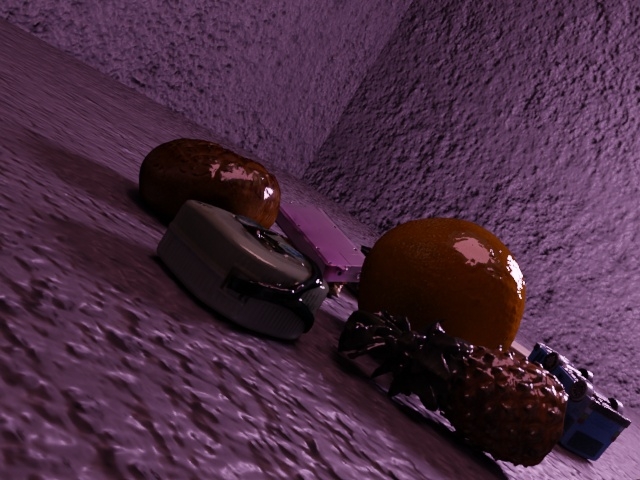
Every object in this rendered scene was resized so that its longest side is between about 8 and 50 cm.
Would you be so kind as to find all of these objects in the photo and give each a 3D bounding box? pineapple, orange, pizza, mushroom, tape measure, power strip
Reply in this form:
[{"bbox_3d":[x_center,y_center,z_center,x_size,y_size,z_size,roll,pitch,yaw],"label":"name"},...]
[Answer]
[{"bbox_3d":[0.173,0.180,1.015,0.310,0.141,0.170,26,34,5],"label":"pineapple"},{"bbox_3d":[0.195,0.090,1.221,0.274,0.274,0.274,32,6,-4],"label":"orange"},{"bbox_3d":[0.005,0.054,1.479,0.188,0.062,0.199,26,10,-31],"label":"pizza"},{"bbox_3d":[-0.183,-0.084,1.254,0.253,0.153,0.253,23,3,-1],"label":"mushroom"},{"bbox_3d":[-0.071,0.041,0.971,0.207,0.115,0.235,35,6,41],"label":"tape measure"},{"bbox_3d":[0.000,0.000,1.473,0.109,0.037,0.279,2,28,-30],"label":"power strip"}]

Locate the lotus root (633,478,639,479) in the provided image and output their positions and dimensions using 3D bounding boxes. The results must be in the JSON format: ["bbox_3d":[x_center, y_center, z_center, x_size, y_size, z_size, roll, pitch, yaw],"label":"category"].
[{"bbox_3d":[0.593,0.452,1.245,0.183,0.078,0.203,39,7,39],"label":"lotus root"}]

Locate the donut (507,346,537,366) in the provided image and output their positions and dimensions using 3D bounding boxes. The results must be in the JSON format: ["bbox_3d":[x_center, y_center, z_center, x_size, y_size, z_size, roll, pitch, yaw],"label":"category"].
[{"bbox_3d":[0.323,0.237,1.454,0.270,0.103,0.269,35,6,-4],"label":"donut"}]

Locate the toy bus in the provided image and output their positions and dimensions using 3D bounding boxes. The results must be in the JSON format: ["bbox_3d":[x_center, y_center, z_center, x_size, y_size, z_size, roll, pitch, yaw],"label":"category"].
[{"bbox_3d":[0.491,0.318,1.500,0.116,0.133,0.234,29,12,-21],"label":"toy bus"}]

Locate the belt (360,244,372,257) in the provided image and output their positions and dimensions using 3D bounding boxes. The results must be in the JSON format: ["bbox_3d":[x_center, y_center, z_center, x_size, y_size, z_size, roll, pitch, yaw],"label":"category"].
[{"bbox_3d":[0.170,0.076,1.966,0.126,0.094,0.359,36,8,16],"label":"belt"}]

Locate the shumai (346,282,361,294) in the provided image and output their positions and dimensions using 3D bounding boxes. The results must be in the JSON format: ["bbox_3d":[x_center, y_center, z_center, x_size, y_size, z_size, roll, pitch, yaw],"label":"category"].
[{"bbox_3d":[0.152,0.079,1.640,0.184,0.142,0.184,33,9,-6],"label":"shumai"}]

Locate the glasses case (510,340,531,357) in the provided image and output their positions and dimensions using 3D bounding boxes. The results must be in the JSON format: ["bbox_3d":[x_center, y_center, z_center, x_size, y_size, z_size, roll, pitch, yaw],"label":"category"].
[{"bbox_3d":[0.430,0.266,1.861,0.336,0.076,0.144,35,8,23],"label":"glasses case"}]
